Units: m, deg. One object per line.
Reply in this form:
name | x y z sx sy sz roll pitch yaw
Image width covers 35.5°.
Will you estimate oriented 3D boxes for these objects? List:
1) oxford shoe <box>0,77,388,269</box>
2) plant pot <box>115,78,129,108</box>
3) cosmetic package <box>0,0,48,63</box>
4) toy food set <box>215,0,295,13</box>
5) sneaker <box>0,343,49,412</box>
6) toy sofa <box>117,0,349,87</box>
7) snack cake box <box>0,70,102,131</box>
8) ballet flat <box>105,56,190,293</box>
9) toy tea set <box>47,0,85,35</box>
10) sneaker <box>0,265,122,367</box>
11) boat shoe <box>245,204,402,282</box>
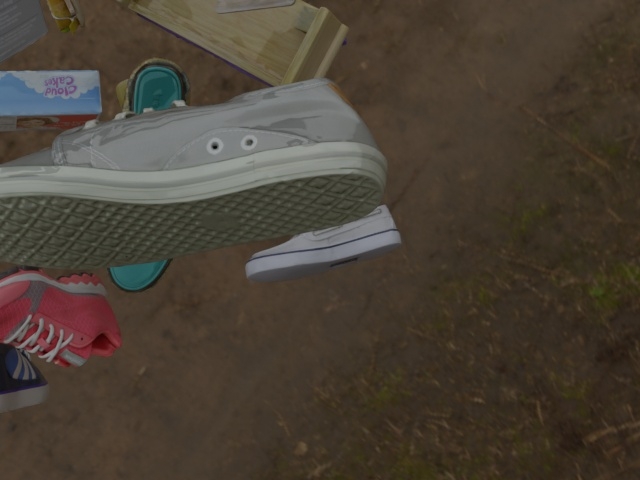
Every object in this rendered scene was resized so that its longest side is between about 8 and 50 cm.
oxford shoe | -0.161 -0.065 0.961 0.449 0.169 0.130 -9 65 5
plant pot | -0.358 -0.278 2.094 0.134 0.134 0.095 -11 79 22
cosmetic package | -0.363 -0.291 0.946 0.127 0.238 0.107 5 37 25
toy food set | -0.088 -0.406 1.288 0.128 0.071 0.218 6 95 19
sneaker | -0.540 0.161 1.637 0.130 0.323 0.236 -8 86 2
toy sofa | -0.143 -0.372 1.678 0.362 0.177 0.150 29 94 13
snack cake box | -0.565 -0.269 1.933 0.264 0.152 0.089 -4 85 -18
ballet flat | -0.252 -0.097 1.485 0.123 0.123 0.348 16 103 34
toy tea set | -0.476 -0.452 1.540 0.124 0.336 0.200 -24 71 -9
sneaker | -0.388 0.120 1.439 0.116 0.314 0.136 -41 73 18
boat shoe | 0.000 0.000 1.617 0.267 0.096 0.088 -14 76 -13
